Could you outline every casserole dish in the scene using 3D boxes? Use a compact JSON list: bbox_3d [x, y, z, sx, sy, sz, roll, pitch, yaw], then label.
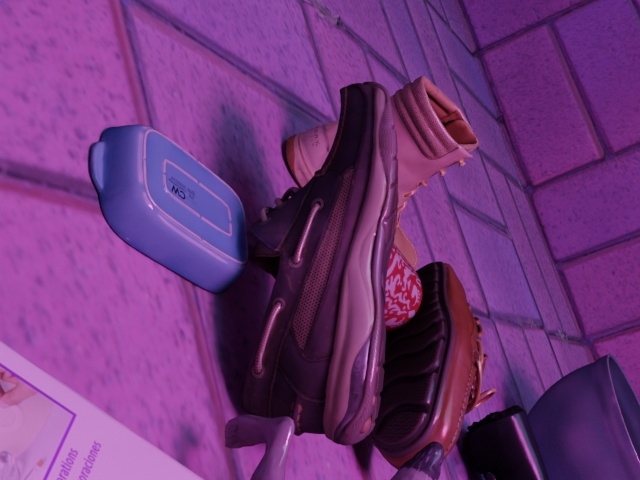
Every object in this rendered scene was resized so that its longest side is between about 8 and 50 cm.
[{"bbox_3d":[-0.116,-0.029,0.711,0.188,0.037,0.114,38,35,-48],"label":"casserole dish"}]

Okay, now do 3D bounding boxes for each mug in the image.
[{"bbox_3d":[0.030,0.047,0.918,0.113,0.150,0.169,36,-3,35],"label":"mug"}]

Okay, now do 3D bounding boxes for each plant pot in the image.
[{"bbox_3d":[0.440,0.358,1.384,0.293,0.196,0.293,50,26,-36],"label":"plant pot"}]

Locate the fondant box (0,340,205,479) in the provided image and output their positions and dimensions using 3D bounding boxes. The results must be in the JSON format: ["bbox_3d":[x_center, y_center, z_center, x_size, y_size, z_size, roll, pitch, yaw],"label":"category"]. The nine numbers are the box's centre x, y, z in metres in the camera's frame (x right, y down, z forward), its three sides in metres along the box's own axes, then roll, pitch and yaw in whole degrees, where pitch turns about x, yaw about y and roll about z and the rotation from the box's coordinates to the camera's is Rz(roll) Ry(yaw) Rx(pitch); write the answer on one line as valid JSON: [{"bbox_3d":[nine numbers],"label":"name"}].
[{"bbox_3d":[-0.185,0.110,0.230,0.330,0.096,0.238,42,30,-20],"label":"fondant box"}]

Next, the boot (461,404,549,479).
[{"bbox_3d":[0.266,0.316,1.066,0.246,0.094,0.207,117,-43,-70],"label":"boot"}]

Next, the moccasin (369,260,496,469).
[{"bbox_3d":[0.135,0.157,0.993,0.147,0.139,0.380,53,14,-9],"label":"moccasin"}]

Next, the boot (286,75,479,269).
[{"bbox_3d":[0.108,-0.068,1.036,0.262,0.204,0.095,50,27,-32],"label":"boot"}]

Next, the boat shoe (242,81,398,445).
[{"bbox_3d":[0.000,0.000,0.751,0.132,0.130,0.355,83,13,-58],"label":"boat shoe"}]

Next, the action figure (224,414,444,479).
[{"bbox_3d":[-0.035,0.220,0.462,0.341,0.179,0.330,57,22,-15],"label":"action figure"}]
